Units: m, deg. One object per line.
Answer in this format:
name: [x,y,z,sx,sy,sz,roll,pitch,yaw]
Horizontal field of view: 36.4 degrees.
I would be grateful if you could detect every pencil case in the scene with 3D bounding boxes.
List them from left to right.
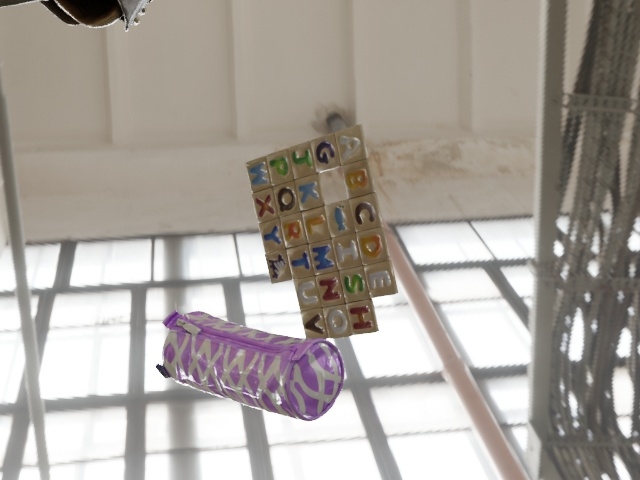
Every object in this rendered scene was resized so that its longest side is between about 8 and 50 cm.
pencil case: [-0.073,0.120,0.982,0.086,0.206,0.088,-44,-53,-37]

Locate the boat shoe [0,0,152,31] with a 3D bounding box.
boat shoe: [-0.221,-0.264,0.915,0.132,0.355,0.130,9,-74,32]

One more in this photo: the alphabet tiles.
alphabet tiles: [0.000,0.000,1.161,0.009,0.198,0.237,-11,-92,-47]
